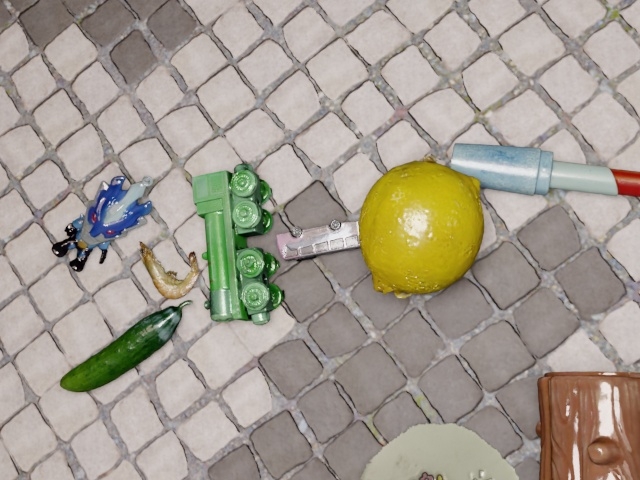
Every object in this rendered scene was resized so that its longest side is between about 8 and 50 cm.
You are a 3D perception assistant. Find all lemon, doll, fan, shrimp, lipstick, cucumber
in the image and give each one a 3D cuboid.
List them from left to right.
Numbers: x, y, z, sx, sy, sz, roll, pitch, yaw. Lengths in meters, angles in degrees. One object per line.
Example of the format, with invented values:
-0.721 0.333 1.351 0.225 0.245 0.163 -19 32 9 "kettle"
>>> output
-0.340 -0.035 1.159 0.195 0.070 0.096 -43 106 5 "doll"
-0.297 0.169 1.123 0.250 0.056 0.056 -35 76 7 "cucumber"
-0.238 0.035 1.149 0.083 0.023 0.114 -37 82 1 "shrimp"
0.081 0.373 0.996 0.415 0.012 0.232 -2 77 -3 "fan"
0.136 -0.014 1.005 0.174 0.173 0.206 27 96 14 "lemon"
0.326 -0.095 1.035 0.274 0.061 0.068 8 81 13 "lipstick"

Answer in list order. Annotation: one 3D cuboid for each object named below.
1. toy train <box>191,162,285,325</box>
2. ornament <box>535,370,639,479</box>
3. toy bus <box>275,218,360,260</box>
-0.129 0.007 1.104 0.119 0.085 0.251 -9 78 15 "toy train"
0.363 0.278 0.910 0.235 0.221 0.217 9 76 -28 "ornament"
0.000 0.000 1.100 0.131 0.037 0.052 -10 84 8 "toy bus"
